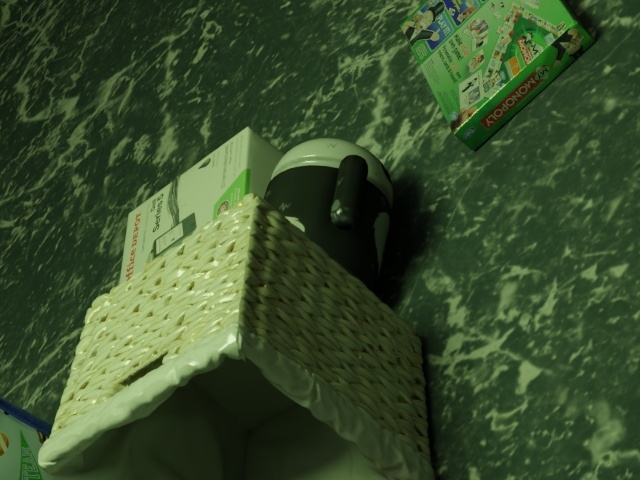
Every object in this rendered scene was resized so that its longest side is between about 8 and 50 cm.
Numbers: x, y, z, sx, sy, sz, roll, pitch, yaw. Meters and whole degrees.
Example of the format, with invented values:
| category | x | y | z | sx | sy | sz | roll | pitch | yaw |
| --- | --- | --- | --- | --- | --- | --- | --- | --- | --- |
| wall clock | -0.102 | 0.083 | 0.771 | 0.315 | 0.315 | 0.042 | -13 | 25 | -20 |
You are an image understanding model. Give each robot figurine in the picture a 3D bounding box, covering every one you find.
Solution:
| category | x | y | z | sx | sy | sz | roll | pitch | yaw |
| --- | --- | --- | --- | --- | --- | --- | --- | --- | --- |
| robot figurine | 0.003 | 0.000 | 1.960 | 0.209 | 0.173 | 0.278 | -13 | 48 | 33 |

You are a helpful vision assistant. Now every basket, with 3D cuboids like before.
| category | x | y | z | sx | sy | sz | roll | pitch | yaw |
| --- | --- | --- | --- | --- | --- | --- | --- | --- | --- |
| basket | -0.083 | 0.183 | 1.750 | 0.328 | 0.331 | 0.266 | -33 | 31 | 30 |

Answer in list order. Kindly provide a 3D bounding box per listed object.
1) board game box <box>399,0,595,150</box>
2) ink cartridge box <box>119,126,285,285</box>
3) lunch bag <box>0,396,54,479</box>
| category | x | y | z | sx | sy | sz | roll | pitch | yaw |
| --- | --- | --- | --- | --- | --- | --- | --- | --- | --- |
| board game box | 0.230 | -0.282 | 2.052 | 0.213 | 0.046 | 0.317 | -42 | 32 | 17 |
| ink cartridge box | -0.167 | -0.008 | 2.245 | 0.273 | 0.115 | 0.198 | -33 | 36 | 30 |
| lunch bag | -0.561 | 0.343 | 2.165 | 0.328 | 0.385 | 0.239 | -29 | 39 | 36 |
